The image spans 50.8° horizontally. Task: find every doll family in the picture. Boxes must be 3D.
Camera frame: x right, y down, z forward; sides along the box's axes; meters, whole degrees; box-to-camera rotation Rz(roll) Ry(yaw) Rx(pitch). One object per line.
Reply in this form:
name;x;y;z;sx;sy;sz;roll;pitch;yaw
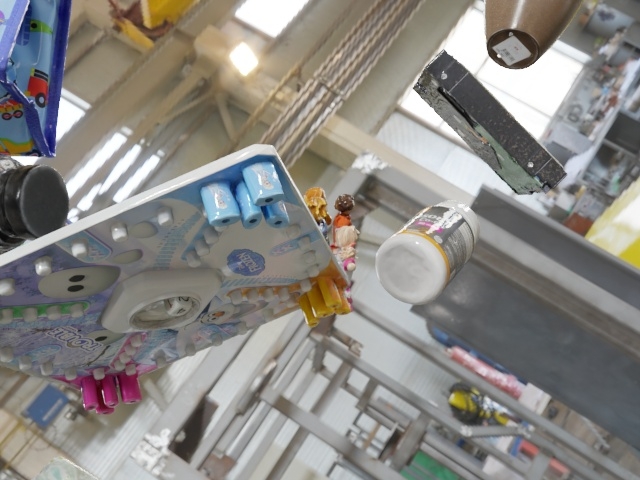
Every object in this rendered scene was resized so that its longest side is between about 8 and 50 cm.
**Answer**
doll family;0.000;0.000;1.107;0.263;0.118;0.163;-90;1;-70

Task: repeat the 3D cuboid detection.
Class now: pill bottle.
pill bottle;-0.439;-0.047;0.851;0.123;0.219;0.122;0;-90;-75
pill bottle;0.248;0.016;1.494;0.278;0.162;0.162;-37;-23;-52

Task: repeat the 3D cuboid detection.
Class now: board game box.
board game box;-0.173;0.080;0.750;0.390;0.050;0.390;-23;-25;3

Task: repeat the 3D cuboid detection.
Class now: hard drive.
hard drive;0.337;-0.232;1.380;0.064;0.339;0.237;-44;0;4

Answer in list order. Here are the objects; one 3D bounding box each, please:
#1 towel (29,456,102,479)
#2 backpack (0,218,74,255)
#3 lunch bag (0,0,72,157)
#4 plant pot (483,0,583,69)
towel;-0.402;0.541;1.003;0.374;0.320;0.090;-49;-20;-44
backpack;-0.656;0.048;1.581;0.213;0.276;0.263;-42;-56;-33
lunch bag;-0.342;-0.231;0.593;0.138;0.221;0.293;101;169;-65
plant pot;0.423;-0.468;1.383;0.215;0.215;0.230;100;-167;-63
